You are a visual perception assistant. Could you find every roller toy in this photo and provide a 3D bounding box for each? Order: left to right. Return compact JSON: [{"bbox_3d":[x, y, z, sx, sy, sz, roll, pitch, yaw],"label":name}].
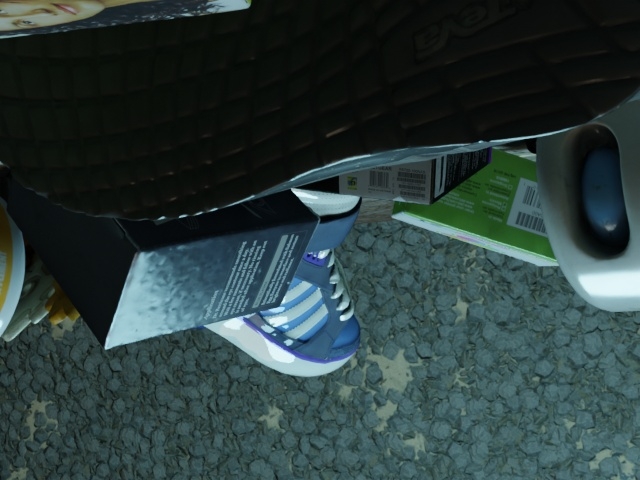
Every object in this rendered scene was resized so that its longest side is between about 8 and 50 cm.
[{"bbox_3d":[0.245,-0.047,0.701,0.146,0.209,0.191,-6,138,37],"label":"roller toy"}]

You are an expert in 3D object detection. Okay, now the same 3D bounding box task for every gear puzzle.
[{"bbox_3d":[-0.247,0.003,0.856,0.175,0.044,0.339,-46,-151,-9],"label":"gear puzzle"}]

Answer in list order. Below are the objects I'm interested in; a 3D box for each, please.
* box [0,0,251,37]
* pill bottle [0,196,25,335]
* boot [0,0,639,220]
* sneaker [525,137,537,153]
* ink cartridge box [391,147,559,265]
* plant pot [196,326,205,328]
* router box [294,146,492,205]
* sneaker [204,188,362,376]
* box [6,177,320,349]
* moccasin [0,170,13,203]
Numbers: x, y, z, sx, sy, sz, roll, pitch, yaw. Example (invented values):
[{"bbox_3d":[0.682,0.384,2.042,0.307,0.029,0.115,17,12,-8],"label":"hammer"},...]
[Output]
[{"bbox_3d":[-0.144,-0.097,0.310,0.232,0.058,0.087,-4,178,9],"label":"box"},{"bbox_3d":[-0.370,0.007,0.711,0.152,0.152,0.272,-6,167,35],"label":"pill bottle"},{"bbox_3d":[0.018,-0.080,0.499,0.338,0.118,0.222,2,-172,24],"label":"boot"},{"bbox_3d":[0.256,-0.098,1.058,0.047,0.057,0.119,-7,179,-9],"label":"sneaker"},{"bbox_3d":[0.182,-0.041,1.132,0.188,0.097,0.255,18,177,-2],"label":"ink cartridge box"},{"bbox_3d":[-0.125,0.027,1.411,0.212,0.236,0.236,5,173,-28],"label":"plant pot"},{"bbox_3d":[0.014,-0.068,0.661,0.179,0.046,0.133,8,-162,24],"label":"router box"},{"bbox_3d":[0.000,-0.001,0.931,0.236,0.130,0.323,-39,137,20],"label":"sneaker"},{"bbox_3d":[-0.116,-0.019,0.706,0.158,0.093,0.156,-10,-134,-42],"label":"box"},{"bbox_3d":[-0.364,-0.013,1.221,0.147,0.139,0.380,7,163,-31],"label":"moccasin"}]
